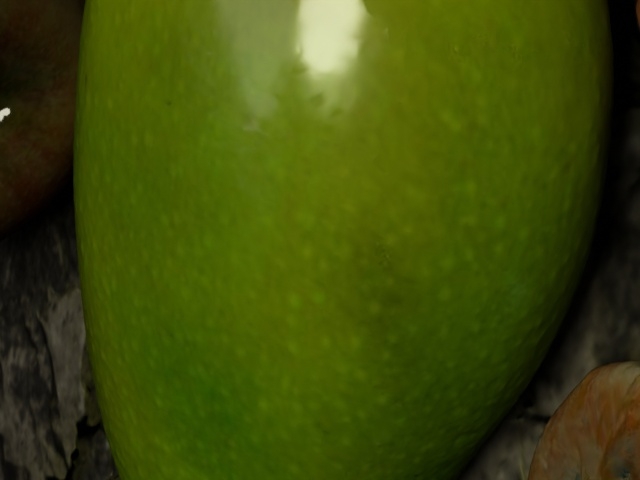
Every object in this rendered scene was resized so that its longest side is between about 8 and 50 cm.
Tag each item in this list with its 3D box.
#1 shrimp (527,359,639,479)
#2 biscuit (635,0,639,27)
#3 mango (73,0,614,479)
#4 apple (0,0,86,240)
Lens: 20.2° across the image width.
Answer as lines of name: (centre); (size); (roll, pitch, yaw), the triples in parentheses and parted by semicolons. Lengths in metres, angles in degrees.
shrimp: (0.110, 0.136, 0.533); (0.219, 0.046, 0.152); (53, 128, 50)
biscuit: (0.183, -0.012, 0.439); (0.284, 0.043, 0.306); (-17, 73, 55)
mango: (0.000, 0.000, 0.616); (0.192, 0.156, 0.343); (37, 130, 44)
apple: (-0.239, -0.092, 0.906); (0.234, 0.257, 0.256); (33, 115, 37)
